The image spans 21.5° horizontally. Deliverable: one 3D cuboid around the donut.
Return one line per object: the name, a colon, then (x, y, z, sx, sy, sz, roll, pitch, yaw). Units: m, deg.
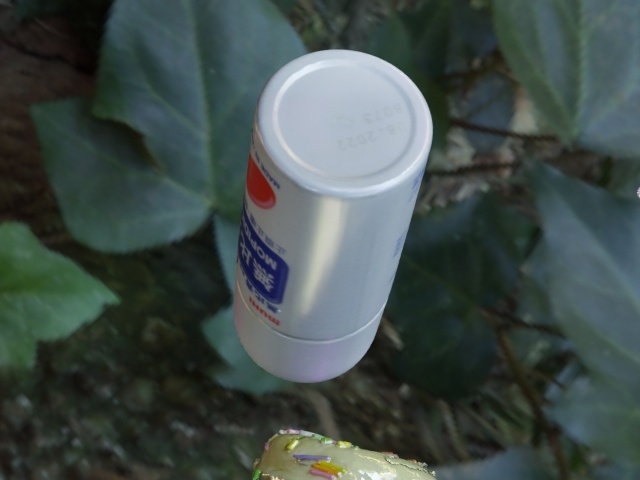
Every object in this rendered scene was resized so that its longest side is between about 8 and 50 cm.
donut: (0.026, 0.205, 1.413, 0.175, 0.175, 0.068, 24, 78, -41)

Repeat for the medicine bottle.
medicine bottle: (0.000, 0.000, 1.328, 0.130, 0.130, 0.341, -27, 157, -20)

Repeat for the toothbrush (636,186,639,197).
toothbrush: (0.353, -0.040, 1.640, 0.162, 0.017, 0.014, 6, 97, -44)
